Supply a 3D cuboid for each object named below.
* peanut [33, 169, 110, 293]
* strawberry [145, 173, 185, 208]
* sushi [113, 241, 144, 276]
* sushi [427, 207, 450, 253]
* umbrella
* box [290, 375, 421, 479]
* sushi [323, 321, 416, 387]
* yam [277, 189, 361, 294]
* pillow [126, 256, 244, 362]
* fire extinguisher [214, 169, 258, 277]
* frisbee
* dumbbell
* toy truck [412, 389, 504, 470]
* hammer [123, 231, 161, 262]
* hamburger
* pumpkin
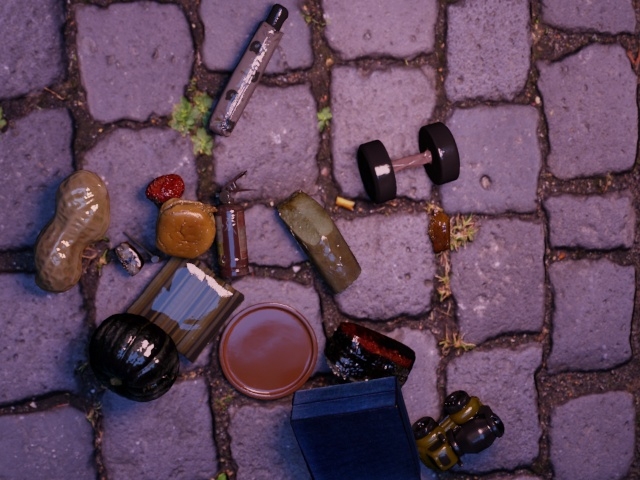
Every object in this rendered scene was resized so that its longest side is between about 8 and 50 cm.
[{"bbox_3d":[-0.573,-0.016,1.600,0.136,0.120,0.298,26,95,-5],"label":"peanut"},{"bbox_3d":[-0.363,-0.118,1.640,0.083,0.083,0.096,41,56,-10],"label":"strawberry"},{"bbox_3d":[-0.455,0.042,1.659,0.046,0.044,0.083,-34,102,-2],"label":"sushi"},{"bbox_3d":[0.298,-0.023,1.749,0.060,0.061,0.118,4,95,25],"label":"sushi"},{"bbox_3d":[-0.169,-0.400,1.634,0.067,0.073,0.337,27,91,-29],"label":"umbrella"},{"bbox_3d":[0.090,0.480,1.679,0.261,0.116,0.279,-11,119,10],"label":"box"},{"bbox_3d":[0.122,0.298,1.724,0.225,0.136,0.126,23,100,-14],"label":"sushi"},{"bbox_3d":[0.000,0.000,1.692,0.106,0.106,0.259,-35,101,-3],"label":"yam"},{"bbox_3d":[-0.327,0.154,1.685,0.212,0.052,0.208,39,87,-10],"label":"pillow"},{"bbox_3d":[-0.201,-0.041,1.672,0.106,0.075,0.252,-5,96,-12],"label":"fire extinguisher"},{"bbox_3d":[-0.131,0.278,1.744,0.250,0.021,0.251,-1,97,-8],"label":"frisbee"},{"bbox_3d":[0.211,-0.188,1.671,0.218,0.152,0.153,-17,99,-6],"label":"dumbbell"},{"bbox_3d":[0.350,0.502,1.762,0.224,0.165,0.147,-34,100,-2],"label":"toy truck"},{"bbox_3d":[-0.431,0.016,1.670,0.110,0.035,0.019,38,89,-1],"label":"hammer"},{"bbox_3d":[-0.313,-0.028,1.618,0.138,0.083,0.147,9,123,-22],"label":"hamburger"},{"bbox_3d":[-0.429,0.271,1.606,0.220,0.220,0.162,40,54,-10],"label":"pumpkin"}]
